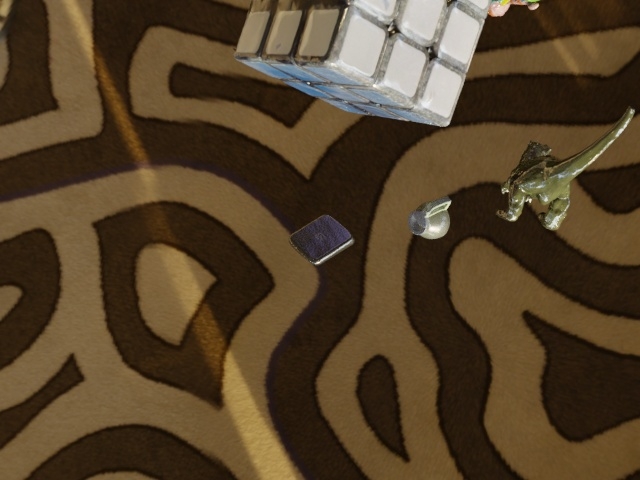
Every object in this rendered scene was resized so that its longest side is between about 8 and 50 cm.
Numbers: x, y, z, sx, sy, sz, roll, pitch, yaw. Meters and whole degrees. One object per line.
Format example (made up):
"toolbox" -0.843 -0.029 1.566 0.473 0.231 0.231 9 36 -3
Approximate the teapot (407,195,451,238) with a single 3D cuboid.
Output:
"teapot" 0.188 -0.040 1.268 0.066 0.057 0.088 55 133 24

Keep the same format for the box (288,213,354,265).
"box" 0.000 0.000 1.758 0.125 0.027 0.126 -32 46 -18

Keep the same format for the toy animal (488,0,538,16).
"toy animal" 0.444 -0.599 1.804 0.208 0.103 0.100 27 124 53

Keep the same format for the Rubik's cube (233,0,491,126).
"Rubik's cube" 0.080 -0.396 1.289 0.301 0.305 0.304 20 94 50

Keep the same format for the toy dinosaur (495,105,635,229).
"toy dinosaur" 0.277 -0.110 0.901 0.087 0.187 0.179 9 117 -9
